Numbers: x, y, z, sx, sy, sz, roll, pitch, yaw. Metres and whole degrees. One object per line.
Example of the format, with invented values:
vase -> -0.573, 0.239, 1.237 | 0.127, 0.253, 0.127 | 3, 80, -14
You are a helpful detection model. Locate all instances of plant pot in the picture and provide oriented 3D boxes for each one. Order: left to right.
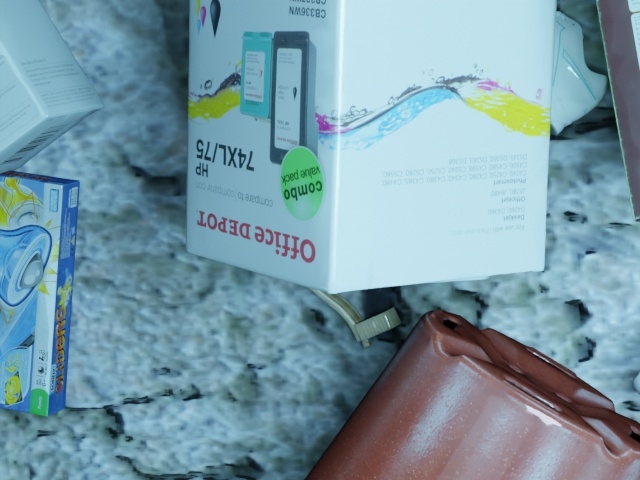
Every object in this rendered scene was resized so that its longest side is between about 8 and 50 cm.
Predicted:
plant pot -> 0.099, 0.212, 1.487 | 0.272, 0.272, 0.265 | 32, 99, 13

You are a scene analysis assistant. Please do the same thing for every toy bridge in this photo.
toy bridge -> 0.000, 0.000, 1.602 | 0.063, 0.026, 0.188 | -24, 89, 24

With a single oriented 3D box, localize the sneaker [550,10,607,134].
sneaker -> 0.161, -0.156, 1.511 | 0.061, 0.053, 0.152 | -30, 82, -2

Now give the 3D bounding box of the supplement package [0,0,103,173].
supplement package -> -0.282, -0.154, 1.642 | 0.105, 0.105, 0.179 | -33, 86, 23

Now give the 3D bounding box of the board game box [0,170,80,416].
board game box -> -0.279, 0.040, 1.708 | 0.136, 0.035, 0.201 | 8, 101, 19

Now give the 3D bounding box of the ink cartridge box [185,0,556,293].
ink cartridge box -> 0.035, -0.114, 1.444 | 0.198, 0.197, 0.270 | 14, 106, 53

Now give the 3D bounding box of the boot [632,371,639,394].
boot -> 0.357, 0.071, 1.441 | 0.258, 0.095, 0.123 | -40, 76, 20

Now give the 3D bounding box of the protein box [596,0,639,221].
protein box -> 0.285, -0.132, 1.382 | 0.136, 0.200, 0.201 | -8, 95, 22
